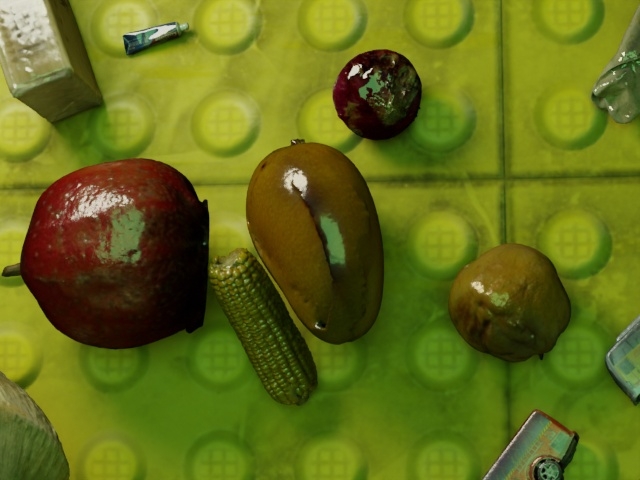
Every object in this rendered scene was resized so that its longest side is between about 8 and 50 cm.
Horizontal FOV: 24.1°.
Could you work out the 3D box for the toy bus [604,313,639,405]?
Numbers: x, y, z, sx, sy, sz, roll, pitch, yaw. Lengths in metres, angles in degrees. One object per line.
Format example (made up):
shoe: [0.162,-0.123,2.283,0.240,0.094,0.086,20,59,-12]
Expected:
toy bus: [0.398,0.096,1.664,0.190,0.064,0.075,-43,72,-2]

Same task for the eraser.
eraser: [-0.361,-0.319,1.790,0.078,0.144,0.343,-20,78,4]

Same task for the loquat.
loquat: [0.214,0.071,1.671,0.137,0.113,0.137,6,69,-16]

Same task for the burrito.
burrito: [0.390,-0.238,1.729,0.087,0.060,0.226,33,83,6]

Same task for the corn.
corn: [-0.062,0.098,1.679,0.068,0.068,0.207,-25,112,1]

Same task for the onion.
onion: [0.067,-0.171,1.742,0.107,0.097,0.107,-2,105,-9]

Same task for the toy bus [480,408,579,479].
toy bus: [0.211,0.279,1.653,0.077,0.065,0.192,36,85,23]

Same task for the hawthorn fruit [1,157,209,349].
hawthorn fruit: [-0.240,0.015,1.688,0.250,0.215,0.215,-7,78,15]

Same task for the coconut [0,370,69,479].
coconut: [-0.446,0.275,1.589,0.346,0.346,0.360,-46,43,-3]

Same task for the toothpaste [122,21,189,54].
toothpaste: [-0.200,-0.249,1.821,0.083,0.019,0.027,-16,102,4]

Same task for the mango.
mango: [0.000,0.000,1.659,0.136,0.166,0.236,-16,78,-16]
